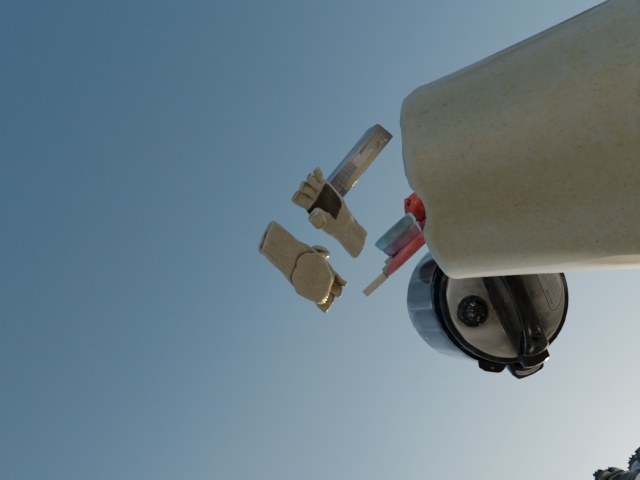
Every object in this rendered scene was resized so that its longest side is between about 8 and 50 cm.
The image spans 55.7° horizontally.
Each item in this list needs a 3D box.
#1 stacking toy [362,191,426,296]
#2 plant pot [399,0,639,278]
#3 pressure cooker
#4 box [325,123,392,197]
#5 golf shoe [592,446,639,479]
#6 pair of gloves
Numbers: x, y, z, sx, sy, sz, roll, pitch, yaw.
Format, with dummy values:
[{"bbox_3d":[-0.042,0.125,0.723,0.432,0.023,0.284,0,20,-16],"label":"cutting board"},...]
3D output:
[{"bbox_3d":[0.212,-0.006,1.701,0.130,0.279,0.309,47,-143,6],"label":"stacking toy"},{"bbox_3d":[0.262,-0.094,0.643,0.334,0.305,0.334,43,-139,-53],"label":"plant pot"},{"bbox_3d":[0.452,0.159,1.643,0.369,0.420,0.376,25,-100,-2],"label":"pressure cooker"},{"bbox_3d":[0.092,-0.209,1.658,0.056,0.183,0.231,39,-88,-7],"label":"box"},{"bbox_3d":[0.534,0.387,0.974,0.198,0.094,0.077,-14,-87,-29],"label":"golf shoe"},{"bbox_3d":[0.000,0.000,1.150,0.204,0.042,0.240,49,-131,-24],"label":"pair of gloves"}]
